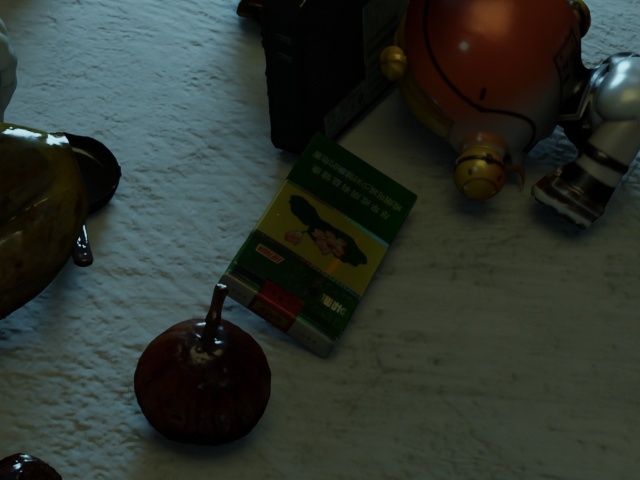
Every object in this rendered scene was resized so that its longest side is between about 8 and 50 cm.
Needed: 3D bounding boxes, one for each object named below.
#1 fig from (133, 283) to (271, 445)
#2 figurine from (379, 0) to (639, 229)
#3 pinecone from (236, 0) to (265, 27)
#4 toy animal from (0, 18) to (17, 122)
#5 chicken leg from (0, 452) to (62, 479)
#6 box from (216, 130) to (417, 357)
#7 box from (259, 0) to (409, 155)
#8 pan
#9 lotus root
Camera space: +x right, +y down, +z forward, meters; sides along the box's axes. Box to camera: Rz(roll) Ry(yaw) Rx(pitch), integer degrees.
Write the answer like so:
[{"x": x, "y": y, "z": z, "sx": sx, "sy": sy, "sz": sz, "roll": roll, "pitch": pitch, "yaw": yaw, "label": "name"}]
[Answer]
[{"x": -0.097, "y": 0.122, "z": 1.630, "sx": 0.128, "sy": 0.150, "sz": 0.128, "roll": 36, "pitch": 33, "yaw": -28, "label": "fig"}, {"x": 0.216, "y": -0.189, "z": 1.936, "sx": 0.323, "sy": 0.196, "sz": 0.320, "roll": 28, "pitch": 54, "yaw": 2, "label": "figurine"}, {"x": -0.025, "y": -0.336, "z": 2.051, "sx": 0.163, "sy": 0.165, "sz": 0.163, "roll": 9, "pitch": 33, "yaw": -6, "label": "pinecone"}, {"x": -0.418, "y": -0.167, "z": 1.823, "sx": 0.208, "sy": 0.156, "sz": 0.204, "roll": -27, "pitch": 59, "yaw": -12, "label": "toy animal"}, {"x": -0.315, "y": 0.295, "z": 1.429, "sx": 0.177, "sy": 0.083, "sz": 0.322, "roll": -8, "pitch": 38, "yaw": 27, "label": "chicken leg"}, {"x": 0.000, "y": 0.000, "z": 1.801, "sx": 0.132, "sy": 0.034, "sz": 0.235, "roll": 33, "pitch": 48, "yaw": -3, "label": "box"}, {"x": 0.054, "y": -0.259, "z": 1.959, "sx": 0.058, "sy": 0.211, "sz": 0.350, "roll": 22, "pitch": 47, "yaw": 25, "label": "box"}, {"x": -0.254, "y": -0.036, "z": 1.805, "sx": 0.115, "sy": 0.040, "sz": 0.212, "roll": -3, "pitch": 42, "yaw": -15, "label": "pan"}, {"x": -0.345, "y": -0.004, "z": 1.662, "sx": 0.291, "sy": 0.193, "sz": 0.193, "roll": -29, "pitch": 58, "yaw": -28, "label": "lotus root"}]
